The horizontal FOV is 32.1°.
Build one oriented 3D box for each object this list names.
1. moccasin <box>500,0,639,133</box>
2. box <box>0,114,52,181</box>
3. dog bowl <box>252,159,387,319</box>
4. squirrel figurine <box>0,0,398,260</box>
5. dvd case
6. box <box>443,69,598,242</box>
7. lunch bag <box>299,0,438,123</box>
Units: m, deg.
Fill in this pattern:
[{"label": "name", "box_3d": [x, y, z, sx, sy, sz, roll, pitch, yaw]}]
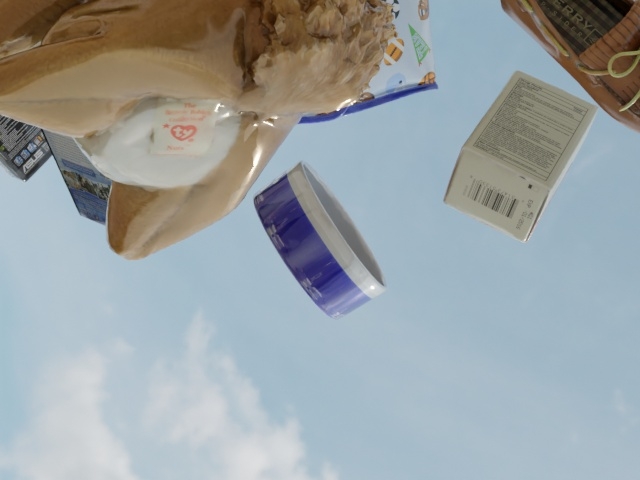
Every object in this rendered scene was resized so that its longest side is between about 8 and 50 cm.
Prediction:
[{"label": "moccasin", "box_3d": [0.390, -0.261, 1.445, 0.139, 0.147, 0.380, -41, -107, 1]}, {"label": "box", "box_3d": [-0.466, -0.264, 1.807, 0.060, 0.216, 0.270, 21, -114, 48]}, {"label": "dog bowl", "box_3d": [0.000, 0.000, 1.896, 0.104, 0.265, 0.265, -33, -130, 9]}, {"label": "squirrel figurine", "box_3d": [-0.127, -0.251, 1.064, 0.397, 0.281, 0.370, -25, -127, 13]}, {"label": "dvd case", "box_3d": [-0.356, -0.122, 1.708, 0.180, 0.253, 0.022, 20, -131, 40]}, {"label": "box", "box_3d": [0.311, -0.133, 1.729, 0.148, 0.232, 0.127, 28, -42, 12]}, {"label": "lunch bag", "box_3d": [0.008, -0.396, 2.025, 0.239, 0.385, 0.328, 26, -53, 56]}]
